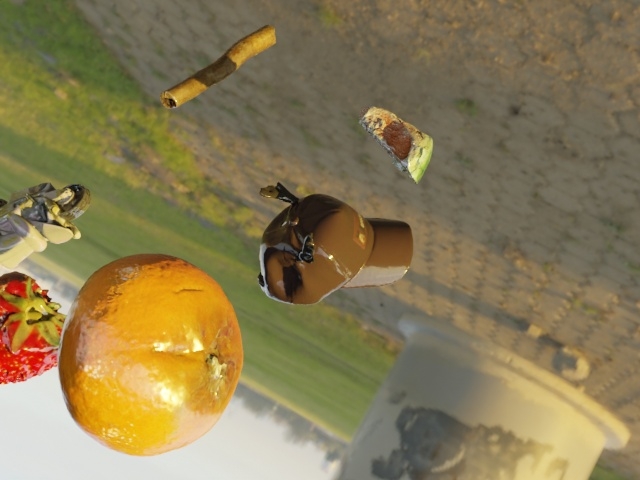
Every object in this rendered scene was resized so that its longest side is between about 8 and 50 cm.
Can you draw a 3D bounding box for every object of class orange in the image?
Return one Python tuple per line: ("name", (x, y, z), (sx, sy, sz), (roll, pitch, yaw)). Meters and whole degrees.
("orange", (-0.183, 0.124, 0.991), (0.170, 0.224, 0.224), (2, 157, 27))

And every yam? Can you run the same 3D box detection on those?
("yam", (-0.186, -0.333, 1.702), (0.045, 0.327, 0.045), (35, 136, 11))

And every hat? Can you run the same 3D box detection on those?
("hat", (0.018, -0.020, 1.826), (0.336, 0.238, 0.209), (-12, 140, 2))

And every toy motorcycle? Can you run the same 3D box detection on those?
("toy motorcycle", (-0.451, -0.015, 1.338), (0.225, 0.152, 0.073), (-6, 137, 25))

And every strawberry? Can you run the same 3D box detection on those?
("strawberry", (-0.535, 0.163, 1.556), (0.187, 0.201, 0.184), (34, -155, -38))

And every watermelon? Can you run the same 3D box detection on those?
("watermelon", (0.122, -0.162, 1.408), (0.139, 0.071, 0.187), (43, -174, -11))
